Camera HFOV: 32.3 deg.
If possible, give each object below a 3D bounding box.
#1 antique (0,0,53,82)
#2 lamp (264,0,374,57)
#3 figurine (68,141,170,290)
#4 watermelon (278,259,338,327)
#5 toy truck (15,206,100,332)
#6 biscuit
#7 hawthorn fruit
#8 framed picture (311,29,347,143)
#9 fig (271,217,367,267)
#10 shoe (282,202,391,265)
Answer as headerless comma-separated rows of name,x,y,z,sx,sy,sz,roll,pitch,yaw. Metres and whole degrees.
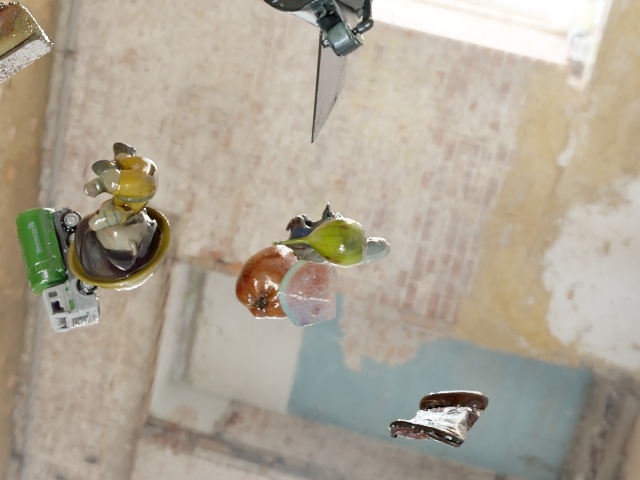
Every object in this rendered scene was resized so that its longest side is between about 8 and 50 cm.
antique,-0.588,-0.276,1.779,0.310,0.093,0.087,-33,-6,-4
lamp,-0.012,-0.559,2.268,0.374,0.205,0.272,58,-159,-7
figurine,-0.345,-0.027,1.947,0.192,0.167,0.257,-94,21,-49
watermelon,-0.012,0.067,1.471,0.072,0.092,0.085,-30,60,50
toy truck,-0.493,0.047,2.080,0.101,0.125,0.243,113,140,-64
biscuit,0.242,0.364,2.235,0.235,0.151,0.063,-22,-73,-65
hawthorn fruit,-0.087,0.077,2.057,0.138,0.132,0.133,-64,-13,-45
framed picture,0.029,-0.422,2.608,0.324,0.013,0.244,94,-165,-46
fig,0.006,-0.009,1.971,0.093,0.166,0.093,-160,90,-89
shoe,0.032,-0.015,2.256,0.099,0.227,0.126,-33,-56,-80
